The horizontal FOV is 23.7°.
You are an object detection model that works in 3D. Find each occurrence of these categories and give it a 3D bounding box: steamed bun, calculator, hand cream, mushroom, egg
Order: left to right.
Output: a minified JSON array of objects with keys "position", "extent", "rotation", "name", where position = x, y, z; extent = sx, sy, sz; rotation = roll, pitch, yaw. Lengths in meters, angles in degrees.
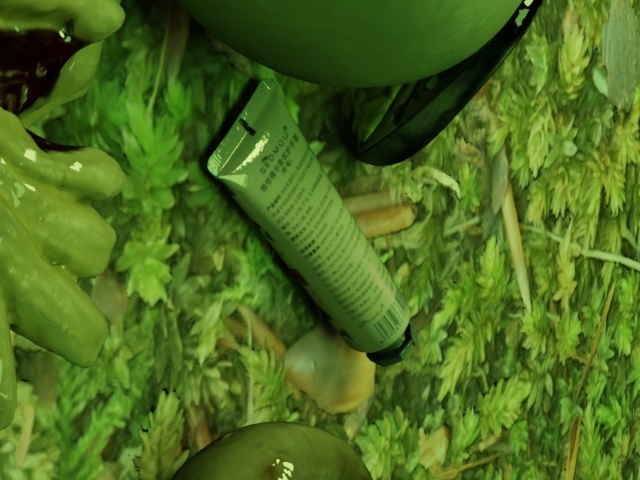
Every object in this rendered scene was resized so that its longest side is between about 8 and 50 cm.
[{"position":[-0.227,-0.037,0.743],"extent":[0.428,0.189,0.247],"rotation":[-15,117,-54],"name":"steamed bun"},{"position":[-0.028,0.242,1.088],"extent":[0.226,0.178,0.226],"rotation":[0,90,-62],"name":"mushroom"},{"position":[0.000,0.000,1.190],"extent":[0.095,0.059,0.276],"rotation":[-58,134,-28],"name":"hand cream"},{"position":[0.011,-0.232,0.971],"extent":[0.352,0.258,0.258],"rotation":[25,76,-53],"name":"egg"},{"position":[0.117,-0.155,1.175],"extent":[0.040,0.268,0.177],"rotation":[34,61,-5],"name":"calculator"}]
